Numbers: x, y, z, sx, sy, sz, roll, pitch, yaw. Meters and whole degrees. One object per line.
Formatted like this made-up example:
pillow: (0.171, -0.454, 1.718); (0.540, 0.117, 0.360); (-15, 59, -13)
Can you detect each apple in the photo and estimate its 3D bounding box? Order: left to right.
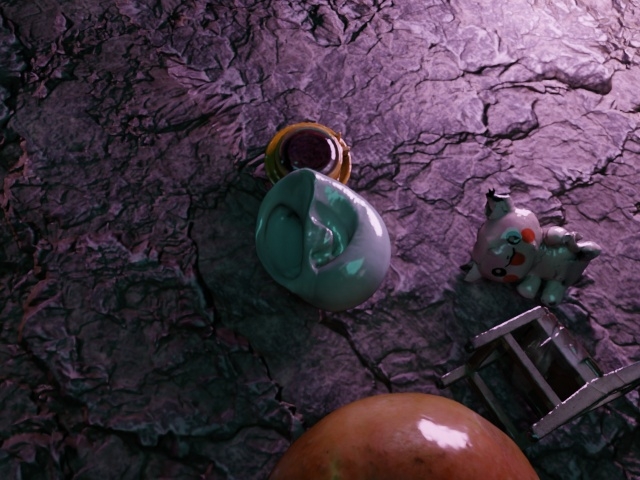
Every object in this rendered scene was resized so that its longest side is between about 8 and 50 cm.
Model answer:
apple: (0.081, 0.335, 0.607); (0.338, 0.305, 0.339); (0, 83, 3)

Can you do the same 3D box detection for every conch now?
conch: (0.001, 0.004, 0.807); (0.184, 0.121, 0.221); (-25, 67, -12)

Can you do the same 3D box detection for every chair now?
chair: (0.315, 0.173, 0.746); (0.270, 0.136, 0.147); (-19, 59, -22)

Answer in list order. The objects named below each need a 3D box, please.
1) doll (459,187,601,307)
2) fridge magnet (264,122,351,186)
doll: (0.311, 0.014, 0.827); (0.191, 0.149, 0.095); (18, 29, -5)
fridge magnet: (-0.020, -0.128, 0.884); (0.142, 0.063, 0.143); (2, 71, -6)
